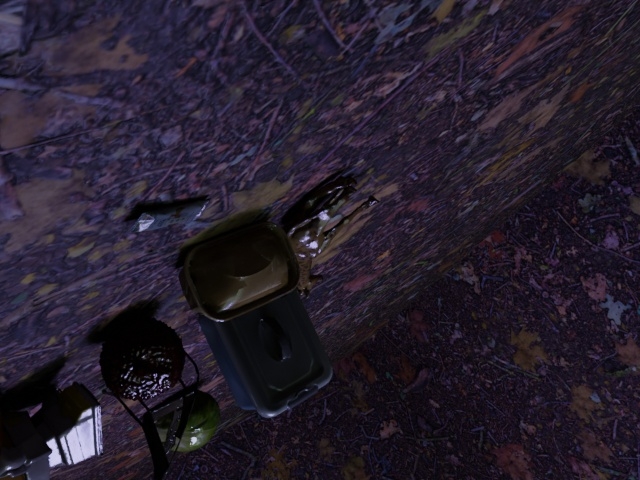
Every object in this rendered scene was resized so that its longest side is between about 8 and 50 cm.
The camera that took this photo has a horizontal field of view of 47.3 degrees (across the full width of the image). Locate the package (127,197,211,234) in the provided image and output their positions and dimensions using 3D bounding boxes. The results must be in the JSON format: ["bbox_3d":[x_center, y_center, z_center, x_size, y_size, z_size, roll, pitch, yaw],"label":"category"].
[{"bbox_3d":[-0.163,-0.027,0.792,0.037,0.015,0.110,-48,163,30],"label":"package"}]

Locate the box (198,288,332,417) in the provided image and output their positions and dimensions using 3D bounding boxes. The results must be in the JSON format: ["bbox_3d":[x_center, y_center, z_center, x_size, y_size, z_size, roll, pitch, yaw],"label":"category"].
[{"bbox_3d":[-0.097,0.172,1.233,0.162,0.227,0.130,-25,-179,-36],"label":"box"}]

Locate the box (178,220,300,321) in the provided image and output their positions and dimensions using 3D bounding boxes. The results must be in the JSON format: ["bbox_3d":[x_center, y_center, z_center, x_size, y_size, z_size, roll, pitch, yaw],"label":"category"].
[{"bbox_3d":[-0.109,0.043,0.987,0.177,0.111,0.111,-23,163,-40],"label":"box"}]

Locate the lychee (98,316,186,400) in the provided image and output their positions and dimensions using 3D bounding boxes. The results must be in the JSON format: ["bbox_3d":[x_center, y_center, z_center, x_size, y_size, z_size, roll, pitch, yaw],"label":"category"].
[{"bbox_3d":[-0.255,0.171,1.055,0.123,0.123,0.129,-31,175,-13],"label":"lychee"}]

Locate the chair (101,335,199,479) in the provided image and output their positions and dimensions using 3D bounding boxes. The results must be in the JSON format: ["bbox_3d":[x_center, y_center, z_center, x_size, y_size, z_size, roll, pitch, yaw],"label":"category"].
[{"bbox_3d":[-0.275,0.306,1.288,0.149,0.213,0.174,-20,162,-30],"label":"chair"}]

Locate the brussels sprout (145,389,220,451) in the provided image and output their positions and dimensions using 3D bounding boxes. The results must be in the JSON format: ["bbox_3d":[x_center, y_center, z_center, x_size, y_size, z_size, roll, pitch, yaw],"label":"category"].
[{"bbox_3d":[-0.333,0.446,1.807,0.183,0.145,0.131,-30,140,-41],"label":"brussels sprout"}]

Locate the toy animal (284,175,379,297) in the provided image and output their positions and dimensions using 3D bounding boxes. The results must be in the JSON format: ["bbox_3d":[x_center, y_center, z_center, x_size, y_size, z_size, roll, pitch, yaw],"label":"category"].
[{"bbox_3d":[-0.007,0.002,1.127,0.149,0.054,0.275,-16,146,-43],"label":"toy animal"}]

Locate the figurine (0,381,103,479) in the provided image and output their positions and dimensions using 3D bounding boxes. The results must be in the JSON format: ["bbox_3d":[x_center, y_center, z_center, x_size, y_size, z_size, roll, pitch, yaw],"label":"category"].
[{"bbox_3d":[-0.451,0.308,1.007,0.308,0.143,0.308,-36,168,-9],"label":"figurine"}]

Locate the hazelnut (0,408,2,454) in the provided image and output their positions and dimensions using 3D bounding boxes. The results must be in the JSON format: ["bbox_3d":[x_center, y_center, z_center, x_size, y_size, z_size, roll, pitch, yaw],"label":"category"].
[{"bbox_3d":[-0.425,0.210,0.749,0.201,0.160,0.170,1,170,29],"label":"hazelnut"}]
